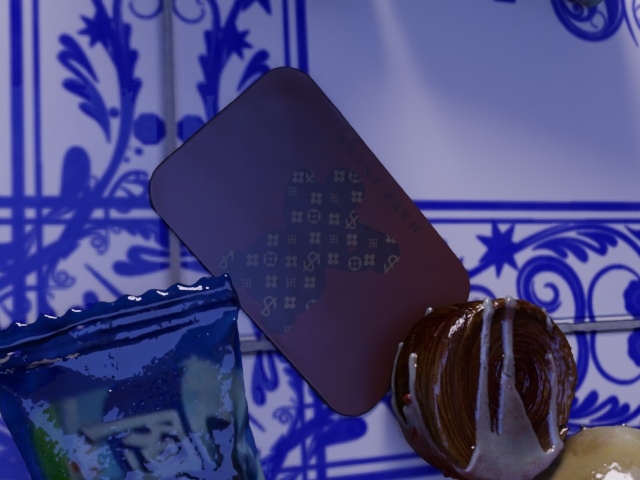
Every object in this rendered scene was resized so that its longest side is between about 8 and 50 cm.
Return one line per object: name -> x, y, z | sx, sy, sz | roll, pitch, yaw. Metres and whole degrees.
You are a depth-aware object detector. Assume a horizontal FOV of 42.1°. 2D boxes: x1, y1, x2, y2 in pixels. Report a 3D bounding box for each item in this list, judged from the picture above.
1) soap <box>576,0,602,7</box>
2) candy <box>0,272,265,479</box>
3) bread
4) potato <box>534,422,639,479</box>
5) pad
soap -> 0.184, -0.310, 0.713 | 0.265, 0.160, 0.088 | 17, 78, -19
candy -> -0.104, 0.196, 0.591 | 0.187, 0.077, 0.331 | -16, 93, -20
bread -> 0.136, 0.126, 0.693 | 0.160, 0.073, 0.161 | 3, 83, -28
potato -> 0.277, 0.301, 0.669 | 0.239, 0.116, 0.299 | -22, 91, -2
pad -> 0.000, 0.000, 0.691 | 0.181, 0.004, 0.267 | -45, 101, -20
